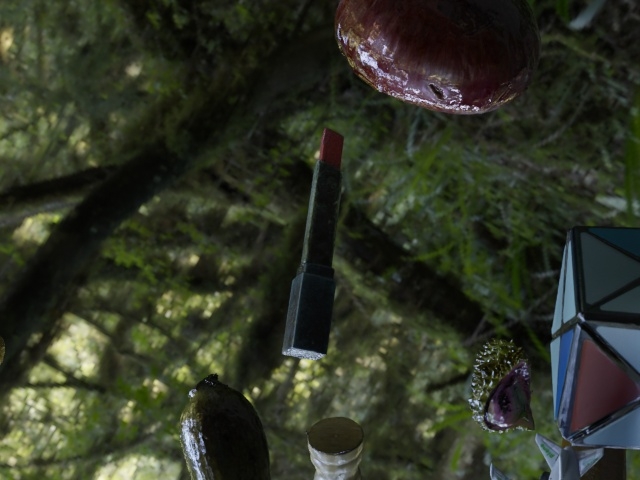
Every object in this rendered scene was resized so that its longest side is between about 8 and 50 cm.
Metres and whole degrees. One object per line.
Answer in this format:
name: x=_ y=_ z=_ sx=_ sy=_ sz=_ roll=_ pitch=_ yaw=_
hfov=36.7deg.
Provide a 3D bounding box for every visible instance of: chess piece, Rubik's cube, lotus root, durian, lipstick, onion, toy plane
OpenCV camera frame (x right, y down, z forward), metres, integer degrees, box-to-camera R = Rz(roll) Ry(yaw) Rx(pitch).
chess piece: x=0.041 y=0.548 z=2.131 sx=0.137 sy=0.301 sz=0.137 roll=-3 pitch=-157 yaw=1
Rubik's cube: x=0.479 y=0.142 z=1.426 sx=0.248 sy=0.250 sz=0.246 roll=4 pitch=-146 yaw=7
lotus root: x=-0.098 y=0.230 z=1.024 sx=0.080 sy=0.089 sz=0.179 roll=80 pitch=173 yaw=-82
durian: x=0.288 y=0.256 z=1.646 sx=0.119 sy=0.108 sz=0.187 roll=29 pitch=141 yaw=45
lipstick: x=0.000 y=0.000 z=1.282 sx=0.051 sy=0.312 sz=0.051 roll=13 pitch=160 yaw=-13
onion: x=0.200 y=-0.362 z=1.534 sx=0.347 sy=0.285 sz=0.348 roll=11 pitch=-139 yaw=-10
toy plane: x=0.403 y=0.463 z=1.627 sx=0.251 sy=0.255 sz=0.101 roll=8 pitch=175 yaw=32

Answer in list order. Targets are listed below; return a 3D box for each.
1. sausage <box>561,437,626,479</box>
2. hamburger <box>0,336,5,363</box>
sausage: x=0.507 y=0.439 z=1.796 sx=0.123 sy=0.136 sz=0.501 roll=7 pitch=-137 yaw=11
hamburger: x=-0.542 y=0.182 z=1.410 sx=0.115 sy=0.162 sz=0.162 roll=42 pitch=-176 yaw=-5
